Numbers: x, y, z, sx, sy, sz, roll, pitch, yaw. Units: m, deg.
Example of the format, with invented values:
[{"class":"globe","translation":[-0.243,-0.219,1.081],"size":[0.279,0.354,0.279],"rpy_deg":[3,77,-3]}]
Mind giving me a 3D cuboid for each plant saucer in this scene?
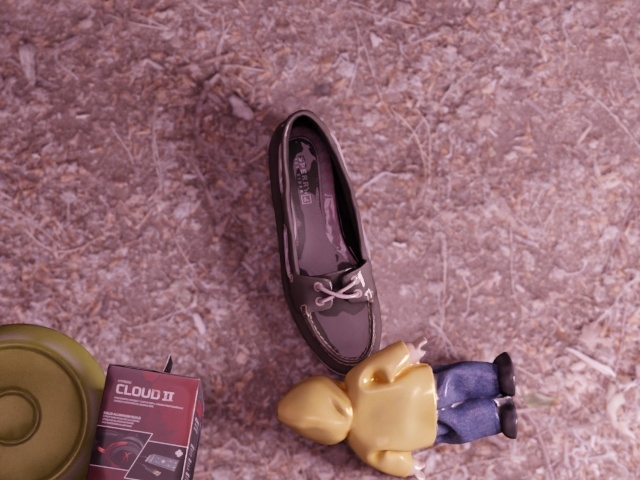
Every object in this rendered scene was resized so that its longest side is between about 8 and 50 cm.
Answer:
[{"class":"plant saucer","translation":[-0.369,0.215,1.891],"size":[0.241,0.037,0.241],"rpy_deg":[0,77,-1]}]

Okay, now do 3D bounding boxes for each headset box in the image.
[{"class":"headset box","translation":[-0.204,0.276,1.788],"size":[0.110,0.218,0.293],"rpy_deg":[9,76,-1]}]

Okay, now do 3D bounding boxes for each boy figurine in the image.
[{"class":"boy figurine","translation":[0.092,0.206,1.879],"size":[0.285,0.092,0.177],"rpy_deg":[-7,103,0]}]

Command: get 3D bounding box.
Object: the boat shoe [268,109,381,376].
[{"class":"boat shoe","translation":[0.000,0.000,1.925],"size":[0.112,0.095,0.335],"rpy_deg":[-12,77,-5]}]
